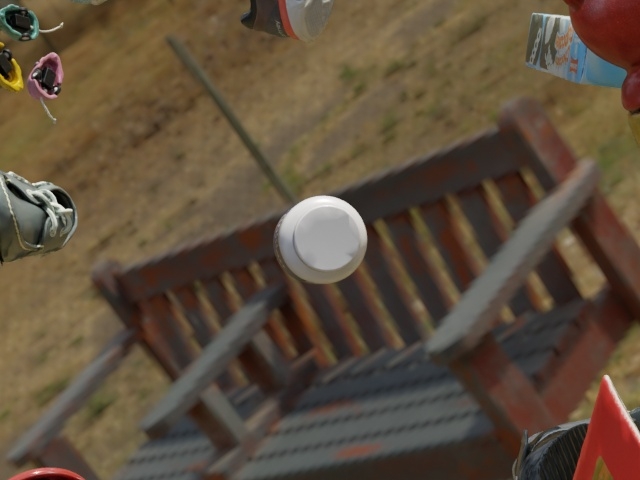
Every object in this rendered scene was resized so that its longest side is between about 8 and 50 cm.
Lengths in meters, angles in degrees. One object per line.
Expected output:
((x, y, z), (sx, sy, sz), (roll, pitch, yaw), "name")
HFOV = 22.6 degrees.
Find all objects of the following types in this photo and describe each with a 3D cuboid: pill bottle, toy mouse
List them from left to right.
((-0.340, -0.214, 1.839), (0.031, 0.161, 0.143), (-19, 26, 34), "toy mouse")
((0.000, 0.000, 1.716), (0.094, 0.094, 0.169), (-36, 1, -5), "pill bottle")

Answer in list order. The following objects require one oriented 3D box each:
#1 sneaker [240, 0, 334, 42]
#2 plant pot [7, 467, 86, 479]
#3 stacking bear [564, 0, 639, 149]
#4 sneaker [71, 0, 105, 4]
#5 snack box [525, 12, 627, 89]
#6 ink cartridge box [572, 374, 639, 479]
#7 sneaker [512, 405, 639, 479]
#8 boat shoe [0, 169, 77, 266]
((-0.033, -0.197, 0.955), (0.065, 0.157, 0.061), (4, 11, 28), "sneaker")
((-0.347, 0.403, 2.083), (0.191, 0.191, 0.174), (-35, 37, -3), "plant pot")
((0.294, -0.107, 1.186), (0.175, 0.289, 0.164), (-38, 6, -1), "stacking bear")
((-0.311, -0.274, 1.171), (0.150, 0.366, 0.135), (-46, 24, 10), "sneaker")
((0.307, -0.171, 1.490), (0.187, 0.060, 0.322), (7, 9, -3), "snack box")
((0.139, 0.263, 0.854), (0.066, 0.296, 0.261), (1, 28, -16), "ink cartridge box")
((0.246, 0.241, 1.589), (0.146, 0.122, 0.330), (-16, -7, 29), "sneaker")
((-0.319, -0.034, 1.727), (0.099, 0.116, 0.319), (-17, -2, -6), "boat shoe")
